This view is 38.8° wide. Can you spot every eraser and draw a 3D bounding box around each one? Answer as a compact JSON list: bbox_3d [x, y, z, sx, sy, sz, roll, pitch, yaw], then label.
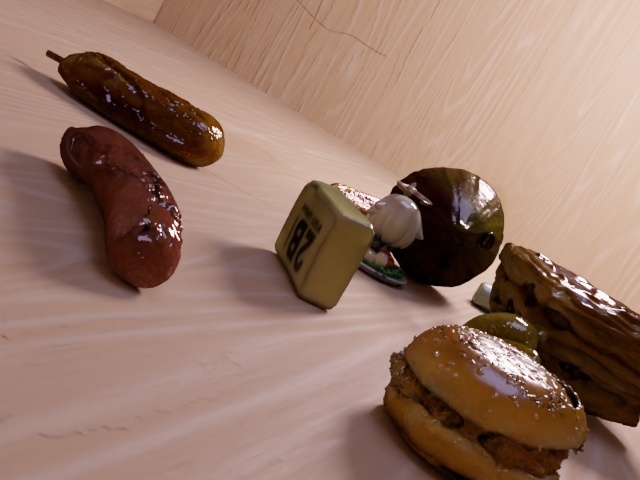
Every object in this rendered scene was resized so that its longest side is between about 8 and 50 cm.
[{"bbox_3d":[0.000,0.000,1.136,0.058,0.117,0.172,22,13,-20],"label":"eraser"}]

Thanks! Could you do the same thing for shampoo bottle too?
[{"bbox_3d":[0.383,0.147,1.683,0.212,0.049,0.072,30,7,4],"label":"shampoo bottle"}]

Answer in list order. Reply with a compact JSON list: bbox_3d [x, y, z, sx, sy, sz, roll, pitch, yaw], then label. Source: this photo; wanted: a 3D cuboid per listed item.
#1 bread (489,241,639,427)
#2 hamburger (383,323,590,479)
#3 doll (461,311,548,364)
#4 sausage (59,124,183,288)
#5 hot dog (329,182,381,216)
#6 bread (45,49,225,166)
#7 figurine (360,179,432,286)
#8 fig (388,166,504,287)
[{"bbox_3d":[0.371,0.142,1.351,0.278,0.167,0.324,30,8,-7],"label":"bread"},{"bbox_3d":[0.148,0.151,0.847,0.182,0.118,0.191,26,7,-41],"label":"hamburger"},{"bbox_3d":[0.206,0.155,1.123,0.137,0.097,0.209,1,16,24],"label":"doll"},{"bbox_3d":[-0.201,-0.049,0.922,0.087,0.079,0.326,-4,25,-23],"label":"sausage"},{"bbox_3d":[0.099,-0.041,1.735,0.250,0.068,0.100,20,25,-35],"label":"hot dog"},{"bbox_3d":[-0.303,-0.228,1.462,0.344,0.084,0.124,32,10,10],"label":"bread"},{"bbox_3d":[0.116,-0.020,1.442,0.132,0.153,0.132,29,11,-6],"label":"figurine"},{"bbox_3d":[0.224,-0.025,1.501,0.217,0.217,0.321,29,-2,-6],"label":"fig"}]
